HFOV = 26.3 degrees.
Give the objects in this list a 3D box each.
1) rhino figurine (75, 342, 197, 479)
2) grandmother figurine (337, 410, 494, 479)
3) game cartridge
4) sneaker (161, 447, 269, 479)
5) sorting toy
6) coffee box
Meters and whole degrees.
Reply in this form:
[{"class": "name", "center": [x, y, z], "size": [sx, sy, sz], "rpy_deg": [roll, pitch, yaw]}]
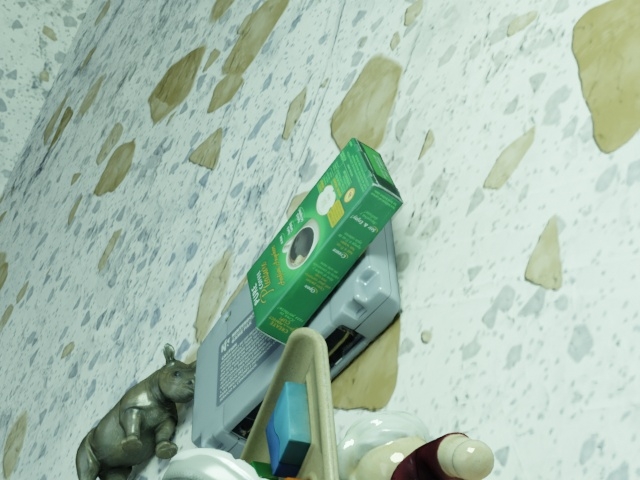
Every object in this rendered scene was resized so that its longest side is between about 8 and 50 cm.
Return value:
[{"class": "rhino figurine", "center": [-0.199, 0.204, 1.558], "size": [0.243, 0.073, 0.106], "rpy_deg": [-49, 29, 20]}, {"class": "grandmother figurine", "center": [0.081, 0.225, 0.955], "size": [0.207, 0.104, 0.342], "rpy_deg": [-63, 20, 14]}, {"class": "game cartridge", "center": [-0.028, 0.081, 1.386], "size": [0.294, 0.060, 0.196], "rpy_deg": [-46, 31, 29]}, {"class": "sneaker", "center": [-0.053, 0.279, 0.949], "size": [0.105, 0.115, 0.281], "rpy_deg": [-39, 71, 49]}, {"class": "sorting toy", "center": [-0.045, 0.250, 1.111], "size": [0.229, 0.041, 0.307], "rpy_deg": [-101, 26, -46]}, {"class": "coffee box", "center": [0.000, 0.000, 1.310], "size": [0.184, 0.040, 0.113], "rpy_deg": [-52, 24, 16]}]
